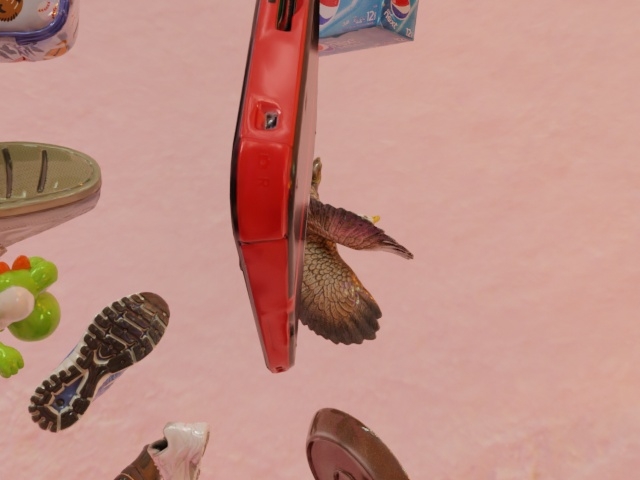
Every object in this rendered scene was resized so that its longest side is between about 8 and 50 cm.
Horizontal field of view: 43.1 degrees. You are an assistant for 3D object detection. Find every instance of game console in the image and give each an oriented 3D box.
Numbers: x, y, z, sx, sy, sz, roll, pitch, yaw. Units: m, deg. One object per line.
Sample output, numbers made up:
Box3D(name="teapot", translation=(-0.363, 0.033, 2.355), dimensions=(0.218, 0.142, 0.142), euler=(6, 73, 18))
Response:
Box3D(name="game console", translation=(-0.040, -0.095, 0.878), dimensions=(0.060, 0.342, 0.386), euler=(4, 56, 1))

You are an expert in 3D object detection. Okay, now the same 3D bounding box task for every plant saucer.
Box3D(name="plant saucer", translation=(0.038, 0.261, 0.882), dimensions=(0.029, 0.168, 0.168), euler=(-31, 100, -33))

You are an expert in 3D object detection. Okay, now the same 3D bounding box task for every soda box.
Box3D(name="soda box", translation=(0.031, -0.296, 1.091), dimensions=(0.071, 0.210, 0.067), euler=(9, 87, -41))

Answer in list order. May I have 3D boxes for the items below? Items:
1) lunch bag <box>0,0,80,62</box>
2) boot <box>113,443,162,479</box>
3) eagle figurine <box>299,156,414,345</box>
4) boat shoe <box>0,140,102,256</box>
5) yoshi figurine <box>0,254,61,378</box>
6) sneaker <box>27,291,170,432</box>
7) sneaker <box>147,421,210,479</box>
Box3D(name="lunch bag", translation=(-0.424, -0.325, 0.904), dimensions=(0.303, 0.115, 0.243), euler=(0, 89, -7))
Box3D(name="boot", translation=(-0.369, 0.571, 1.831), dimensions=(0.077, 0.137, 0.198), euler=(-19, 107, 29))
Box3D(name="eagle figurine", translation=(0.011, -0.004, 1.358), dimensions=(0.225, 0.298, 0.226), euler=(-31, 136, 6))
Box3D(name="boat shoe", translation=(-0.373, -0.020, 0.834), dimensions=(0.302, 0.113, 0.103), euler=(-11, 135, -12))
Box3D(name="yoshi figurine", translation=(-0.641, 0.190, 1.572), dimensions=(0.203, 0.203, 0.362), euler=(43, 61, 5))
Box3D(name="sneaker", translation=(-0.435, 0.226, 1.598), dimensions=(0.330, 0.147, 0.130), euler=(-44, 98, -12))
Box3D(name="sneaker", translation=(-0.302, 0.456, 1.675), dimensions=(0.115, 0.090, 0.232), euler=(16, 114, -2))
